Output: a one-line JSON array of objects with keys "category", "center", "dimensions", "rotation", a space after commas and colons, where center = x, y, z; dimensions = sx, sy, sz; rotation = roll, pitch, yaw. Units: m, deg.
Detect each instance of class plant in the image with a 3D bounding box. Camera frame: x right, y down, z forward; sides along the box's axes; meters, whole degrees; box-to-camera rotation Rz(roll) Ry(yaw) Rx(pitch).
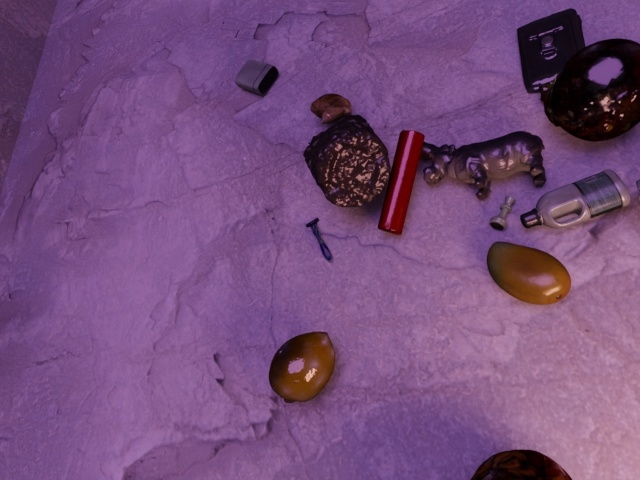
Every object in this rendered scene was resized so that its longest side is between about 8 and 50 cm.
[{"category": "plant", "center": [0.073, -0.231, 1.296], "dimensions": [0.215, 0.213, 0.312], "rotation": [-33, 18, 5]}]

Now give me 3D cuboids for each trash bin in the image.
[{"category": "trash bin", "center": [-0.237, -0.607, 1.691], "dimensions": [0.130, 0.059, 0.116], "rotation": [28, 79, 33]}]

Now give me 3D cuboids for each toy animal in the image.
[{"category": "toy animal", "center": [0.401, -0.200, 1.193], "dimensions": [0.344, 0.106, 0.168], "rotation": [2, 68, 28]}]

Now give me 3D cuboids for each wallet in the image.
[{"category": "wallet", "center": [0.652, -0.532, 1.277], "dimensions": [0.169, 0.052, 0.245], "rotation": [-7, 66, 24]}]

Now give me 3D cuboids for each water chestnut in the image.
[{"category": "water chestnut", "center": [0.354, 0.515, 0.777], "dimensions": [0.244, 0.289, 0.289], "rotation": [27, 79, 26]}]

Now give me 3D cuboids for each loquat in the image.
[{"category": "loquat", "center": [-0.042, 0.305, 1.119], "dimensions": [0.152, 0.152, 0.195], "rotation": [21, 73, 30]}]

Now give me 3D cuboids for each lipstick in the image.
[{"category": "lipstick", "center": [0.217, -0.155, 1.229], "dimensions": [0.073, 0.073, 0.279], "rotation": [13, 87, 28]}]

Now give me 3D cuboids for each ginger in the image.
[{"category": "ginger", "center": [0.029, -0.396, 1.374], "dimensions": [0.131, 0.294, 0.086], "rotation": [6, 111, 0]}]

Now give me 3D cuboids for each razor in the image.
[{"category": "razor", "center": [-0.002, -0.002, 1.316], "dimensions": [0.044, 0.028, 0.154], "rotation": [-30, 58, 8]}]

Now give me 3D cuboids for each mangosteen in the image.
[{"category": "mangosteen", "center": [0.655, -0.370, 1.109], "dimensions": [0.231, 0.231, 0.289], "rotation": [-37, 34, 3]}]

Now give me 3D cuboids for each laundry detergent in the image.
[{"category": "laundry detergent", "center": [0.589, -0.084, 1.074], "dimensions": [0.226, 0.070, 0.099], "rotation": [-22, 66, 12]}]

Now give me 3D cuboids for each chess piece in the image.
[{"category": "chess piece", "center": [0.463, -0.074, 1.143], "dimensions": [0.042, 0.042, 0.093], "rotation": [24, 73, 31]}]

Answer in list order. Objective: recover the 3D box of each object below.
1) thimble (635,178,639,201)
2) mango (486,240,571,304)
[{"category": "thimble", "center": [0.791, -0.120, 0.923], "dimensions": [0.250, 0.205, 0.171], "rotation": [-31, 57, 13]}, {"category": "mango", "center": [0.467, 0.070, 1.040], "dimensions": [0.130, 0.092, 0.194], "rotation": [-43, 53, 2]}]
